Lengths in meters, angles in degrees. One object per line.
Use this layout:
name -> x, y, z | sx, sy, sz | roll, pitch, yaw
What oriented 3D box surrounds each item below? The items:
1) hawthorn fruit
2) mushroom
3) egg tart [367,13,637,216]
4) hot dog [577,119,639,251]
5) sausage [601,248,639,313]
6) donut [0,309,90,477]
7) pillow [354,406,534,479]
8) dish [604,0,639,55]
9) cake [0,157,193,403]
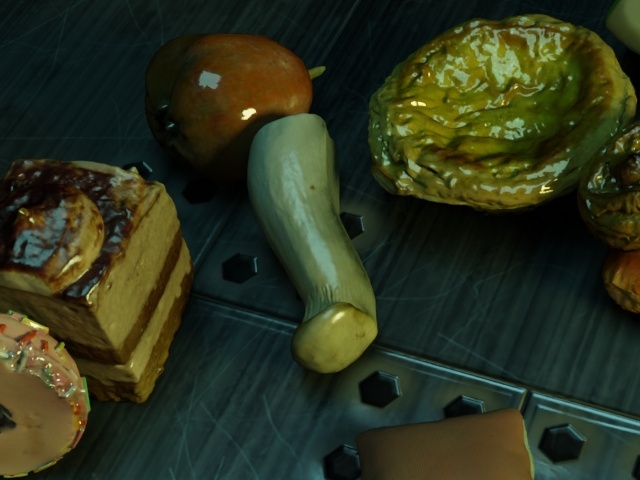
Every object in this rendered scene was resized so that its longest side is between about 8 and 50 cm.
hawthorn fruit -> -0.097, -0.182, 1.614 | 0.251, 0.199, 0.199 | -22, 48, -31
mushroom -> 0.000, 0.000, 1.466 | 0.122, 0.159, 0.329 | -40, 48, 35
egg tart -> 0.219, -0.139, 1.546 | 0.341, 0.129, 0.341 | -6, 50, 7
hot dog -> 0.393, -0.059, 1.358 | 0.226, 0.099, 0.161 | -10, 48, -5
sausage -> 0.430, -0.021, 1.439 | 0.300, 0.083, 0.089 | -36, 41, -23
donut -> -0.341, 0.162, 1.337 | 0.199, 0.233, 0.085 | 26, 41, -22
pillow -> 0.130, 0.247, 1.265 | 0.179, 0.075, 0.171 | -9, 42, 0
dish -> 0.518, -0.305, 1.550 | 0.324, 0.324, 0.124 | -27, 79, -13
cake -> -0.273, 0.023, 1.388 | 0.196, 0.293, 0.199 | 11, 57, 17
